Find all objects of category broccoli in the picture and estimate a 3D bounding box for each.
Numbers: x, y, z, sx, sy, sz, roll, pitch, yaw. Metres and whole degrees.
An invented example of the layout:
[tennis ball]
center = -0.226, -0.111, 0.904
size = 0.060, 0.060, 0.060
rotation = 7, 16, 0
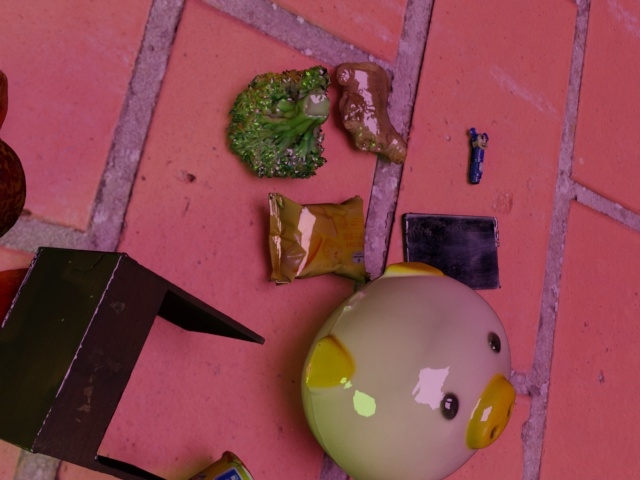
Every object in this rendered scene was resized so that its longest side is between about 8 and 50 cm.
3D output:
[broccoli]
center = -0.039, -0.203, 1.229
size = 0.194, 0.194, 0.219
rotation = 35, 71, -26

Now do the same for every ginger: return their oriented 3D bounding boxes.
[ginger]
center = 0.090, -0.234, 1.396
size = 0.137, 0.074, 0.213
rotation = -24, 103, -34

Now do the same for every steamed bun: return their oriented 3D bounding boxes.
[steamed bun]
center = 0.143, 0.223, 1.228
size = 0.374, 0.334, 0.334
rotation = -46, 109, -35

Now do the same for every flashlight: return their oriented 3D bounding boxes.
[flashlight]
center = 0.334, -0.178, 1.573
size = 0.057, 0.035, 0.121
rotation = 17, 74, -32

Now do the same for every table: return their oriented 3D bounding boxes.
[table]
center = -0.264, 0.180, 0.994
size = 0.282, 0.196, 0.250
rotation = 37, 63, -43

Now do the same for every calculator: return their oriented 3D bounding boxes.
[calculator]
center = 0.269, 0.025, 1.511
size = 0.262, 0.021, 0.161
rotation = 2, 83, -34

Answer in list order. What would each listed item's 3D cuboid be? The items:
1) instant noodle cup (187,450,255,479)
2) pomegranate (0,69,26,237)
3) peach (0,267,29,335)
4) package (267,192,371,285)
[instant noodle cup]
center = -0.161, 0.428, 1.074
size = 0.153, 0.205, 0.205
rotation = -20, 95, -24
[pomegranate]
center = -0.455, -0.107, 0.917
size = 0.214, 0.214, 0.248
rotation = 33, 78, -26
[peach]
center = -0.446, 0.140, 0.983
size = 0.189, 0.068, 0.279
rotation = 47, 61, -23
[package]
center = 0.000, 0.000, 1.289
size = 0.226, 0.090, 0.168
rotation = -3, 87, -37
